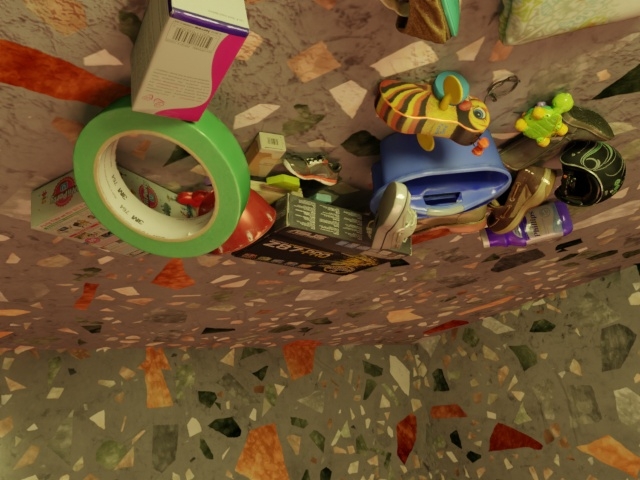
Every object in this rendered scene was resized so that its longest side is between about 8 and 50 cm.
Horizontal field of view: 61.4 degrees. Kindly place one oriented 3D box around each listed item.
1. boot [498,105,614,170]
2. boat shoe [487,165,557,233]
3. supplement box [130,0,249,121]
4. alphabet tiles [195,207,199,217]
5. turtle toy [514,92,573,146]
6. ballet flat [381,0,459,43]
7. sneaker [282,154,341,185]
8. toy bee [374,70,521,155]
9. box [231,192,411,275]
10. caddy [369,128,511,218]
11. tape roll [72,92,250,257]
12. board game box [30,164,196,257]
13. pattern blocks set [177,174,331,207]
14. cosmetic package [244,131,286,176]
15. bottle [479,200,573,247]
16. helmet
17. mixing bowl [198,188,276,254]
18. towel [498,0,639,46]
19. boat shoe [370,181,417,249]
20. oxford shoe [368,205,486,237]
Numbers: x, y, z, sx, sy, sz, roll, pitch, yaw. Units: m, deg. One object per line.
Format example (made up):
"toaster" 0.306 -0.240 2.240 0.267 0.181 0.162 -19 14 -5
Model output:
"boot" 0.573 -0.235 1.317 0.189 0.076 0.208 16 143 -20
"boat shoe" 0.544 -0.124 1.560 0.123 0.123 0.342 22 162 1
"supplement box" -0.204 -0.289 0.805 0.111 0.114 0.220 4 153 -32
"alphabet tiles" -0.229 -0.044 1.536 0.342 0.011 0.285 10 152 -40
"turtle toy" 0.503 -0.274 1.198 0.095 0.066 0.130 29 145 -17
"ballet flat" 0.118 -0.392 0.729 0.124 0.116 0.342 4 166 18
"sneaker" -0.016 -0.179 1.258 0.157 0.061 0.065 9 125 -40
"toy bee" 0.262 -0.246 1.047 0.297 0.162 0.195 -13 156 9
"box" 0.000 0.000 1.474 0.394 0.097 0.318 13 157 -32
"caddy" 0.278 -0.140 1.289 0.340 0.179 0.241 -6 157 -8
"tape roll" -0.296 -0.114 1.017 0.320 0.077 0.322 5 127 7
"board game box" -0.476 -0.062 1.274 0.223 0.098 0.303 -20 157 22
"pattern blocks set" -0.151 -0.107 1.326 0.324 0.026 0.285 13 158 -42
"cosmetic package" -0.127 -0.187 1.184 0.060 0.041 0.115 2 156 -28
"bottle" 0.672 -0.042 1.777 0.282 0.118 0.092 -15 167 14
"helmet" 0.685 -0.177 1.376 0.161 0.169 0.169 -39 173 -30
"mixing bowl" -0.197 -0.062 1.179 0.181 0.182 0.098 -16 121 15
"towel" 0.430 -0.441 0.741 0.320 0.090 0.374 -9 158 7
"boat shoe" 0.173 -0.044 1.204 0.088 0.096 0.268 8 153 -2
"oxford shoe" 0.302 -0.093 1.551 0.347 0.123 0.130 -6 127 3
